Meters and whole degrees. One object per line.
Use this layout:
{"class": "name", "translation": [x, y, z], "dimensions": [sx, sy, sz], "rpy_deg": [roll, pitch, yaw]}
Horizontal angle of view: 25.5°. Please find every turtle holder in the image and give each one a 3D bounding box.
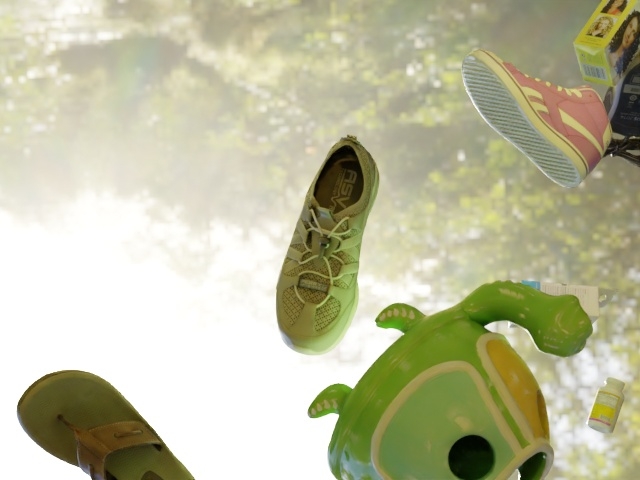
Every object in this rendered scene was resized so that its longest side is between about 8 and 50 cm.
{"class": "turtle holder", "translation": [0.170, 0.204, 1.658], "dimensions": [0.320, 0.243, 0.227], "rpy_deg": [-36, -125, -22]}

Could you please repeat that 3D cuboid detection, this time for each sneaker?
{"class": "sneaker", "translation": [0.367, -0.234, 2.350], "dimensions": [0.161, 0.282, 0.102], "rpy_deg": [-47, -173, -27]}
{"class": "sneaker", "translation": [0.000, 0.000, 1.712], "dimensions": [0.105, 0.281, 0.115], "rpy_deg": [7, 159, 10]}

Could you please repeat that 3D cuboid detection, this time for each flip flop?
{"class": "flip flop", "translation": [-0.238, 0.256, 1.666], "dimensions": [0.112, 0.277, 0.080], "rpy_deg": [-45, -160, -10]}

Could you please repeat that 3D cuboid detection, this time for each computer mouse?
{"class": "computer mouse", "translation": [0.549, -0.249, 2.471], "dimensions": [0.188, 0.272, 0.072], "rpy_deg": [11, -132, -8]}

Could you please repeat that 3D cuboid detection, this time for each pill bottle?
{"class": "pill bottle", "translation": [0.452, 0.260, 2.224], "dimensions": [0.043, 0.083, 0.043], "rpy_deg": [21, 164, 6]}

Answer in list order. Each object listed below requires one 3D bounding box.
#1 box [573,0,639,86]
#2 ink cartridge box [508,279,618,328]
{"class": "box", "translation": [0.472, -0.348, 2.161], "dimensions": [0.058, 0.087, 0.232], "rpy_deg": [18, -118, 35]}
{"class": "ink cartridge box", "translation": [0.440, 0.123, 2.556], "dimensions": [0.180, 0.060, 0.104], "rpy_deg": [5, 157, -3]}
